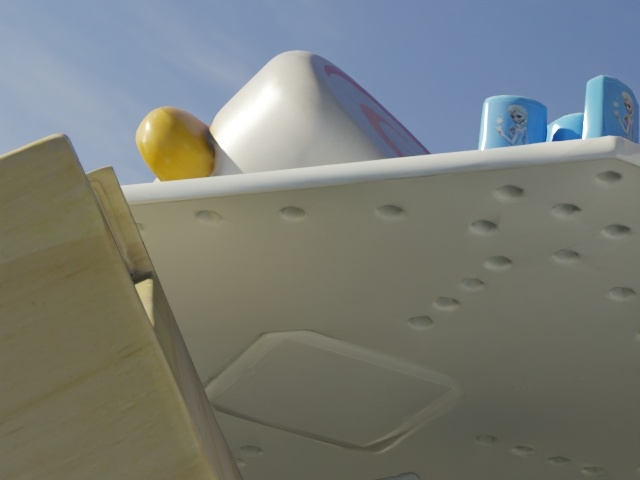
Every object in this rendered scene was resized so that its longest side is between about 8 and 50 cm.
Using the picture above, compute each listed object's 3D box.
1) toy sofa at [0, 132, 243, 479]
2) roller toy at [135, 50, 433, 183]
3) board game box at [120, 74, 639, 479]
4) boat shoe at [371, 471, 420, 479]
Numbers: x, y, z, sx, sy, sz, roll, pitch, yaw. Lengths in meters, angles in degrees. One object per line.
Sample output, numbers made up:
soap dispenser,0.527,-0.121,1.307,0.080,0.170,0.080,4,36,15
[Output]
toy sofa,-0.100,0.081,0.512,0.362,0.150,0.177,-160,-132,-84
roller toy,0.000,0.000,1.009,0.191,0.146,0.209,52,12,27
board game box,0.006,0.060,0.907,0.390,0.050,0.390,-5,-32,18
boat shoe,0.056,0.203,0.868,0.066,0.063,0.184,173,-104,-82
